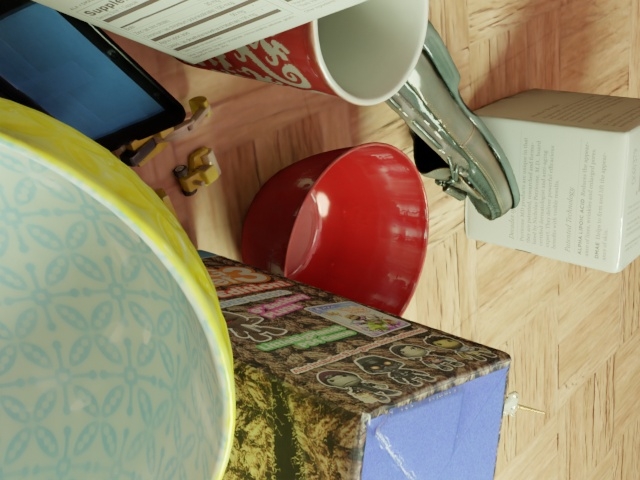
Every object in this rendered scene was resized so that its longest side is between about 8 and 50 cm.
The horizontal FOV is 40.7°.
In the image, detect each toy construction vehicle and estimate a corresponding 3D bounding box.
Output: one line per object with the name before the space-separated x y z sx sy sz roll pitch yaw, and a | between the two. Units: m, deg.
toy construction vehicle | -0.109 -0.049 0.631 0.098 0.035 0.086 -40 130 -34

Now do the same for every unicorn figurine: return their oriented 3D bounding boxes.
unicorn figurine | 0.190 0.194 1.046 0.162 0.060 0.111 -27 123 -22

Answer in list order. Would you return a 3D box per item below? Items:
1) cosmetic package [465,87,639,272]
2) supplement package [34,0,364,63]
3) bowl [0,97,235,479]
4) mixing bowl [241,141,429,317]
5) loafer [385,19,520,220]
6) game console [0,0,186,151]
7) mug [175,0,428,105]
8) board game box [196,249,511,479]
cosmetic package | 0.277 -0.075 0.951 0.151 0.183 0.151 -24 119 -43
supplement package | -0.046 -0.255 0.432 0.145 0.204 0.262 12 75 -46
bowl | -0.182 0.040 0.455 0.156 0.289 0.289 -89 171 -64
mixing bowl | 0.000 0.000 0.723 0.181 0.098 0.181 -20 118 -44
loafer | 0.106 -0.105 0.835 0.084 0.096 0.267 -42 127 -6
game console | -0.174 -0.069 0.511 0.144 0.085 0.124 43 69 -46
mug | -0.020 -0.172 0.589 0.113 0.169 0.150 39 72 -47
board game box | -0.048 0.154 0.568 0.141 0.291 0.232 -8 107 -47
